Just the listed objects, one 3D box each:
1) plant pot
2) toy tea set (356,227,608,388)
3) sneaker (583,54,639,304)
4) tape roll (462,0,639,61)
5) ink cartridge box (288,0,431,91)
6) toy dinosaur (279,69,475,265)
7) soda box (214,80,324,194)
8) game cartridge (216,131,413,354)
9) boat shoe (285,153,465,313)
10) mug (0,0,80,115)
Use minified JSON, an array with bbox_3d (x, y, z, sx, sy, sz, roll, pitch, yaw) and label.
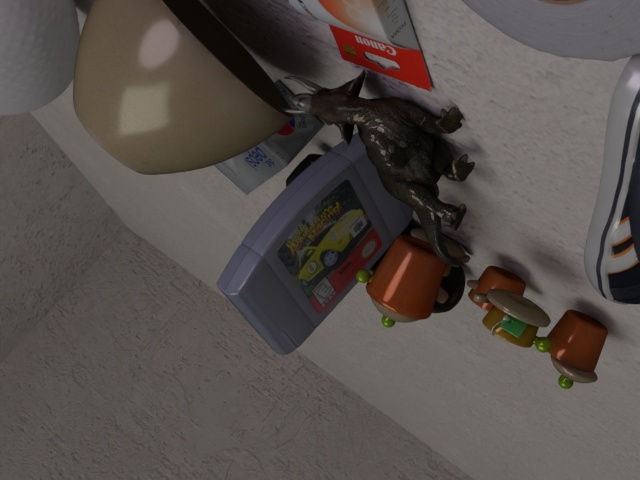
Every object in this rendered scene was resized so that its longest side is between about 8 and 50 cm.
[{"bbox_3d":[-0.198,-0.194,1.033,0.284,0.191,0.284,45,-169,-11],"label":"plant pot"},{"bbox_3d":[0.210,0.104,1.099,0.336,0.124,0.200,31,-163,26],"label":"toy tea set"},{"bbox_3d":[0.298,-0.020,0.658,0.127,0.126,0.321,38,164,32],"label":"sneaker"},{"bbox_3d":[0.157,-0.222,0.530,0.219,0.072,0.219,37,164,13],"label":"tape roll"},{"bbox_3d":[0.033,-0.229,0.869,0.145,0.045,0.179,30,159,37],"label":"ink cartridge box"},{"bbox_3d":[0.106,-0.099,0.985,0.313,0.121,0.160,43,178,-32],"label":"toy dinosaur"},{"bbox_3d":[-0.095,-0.154,1.298,0.098,0.091,0.286,43,165,-9],"label":"soda box"},{"bbox_3d":[0.000,0.000,1.114,0.060,0.294,0.196,30,162,43],"label":"game cartridge"},{"bbox_3d":[0.076,0.001,1.278,0.324,0.122,0.120,42,168,-4],"label":"boat shoe"},{"bbox_3d":[-0.566,-0.444,1.359,0.328,0.276,0.374,123,128,-70],"label":"mug"}]
